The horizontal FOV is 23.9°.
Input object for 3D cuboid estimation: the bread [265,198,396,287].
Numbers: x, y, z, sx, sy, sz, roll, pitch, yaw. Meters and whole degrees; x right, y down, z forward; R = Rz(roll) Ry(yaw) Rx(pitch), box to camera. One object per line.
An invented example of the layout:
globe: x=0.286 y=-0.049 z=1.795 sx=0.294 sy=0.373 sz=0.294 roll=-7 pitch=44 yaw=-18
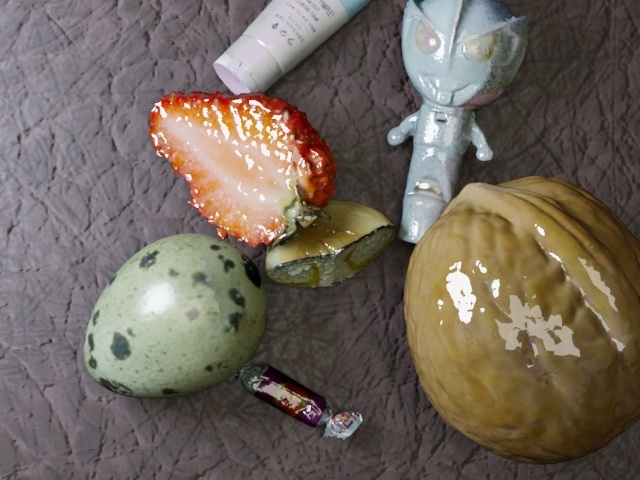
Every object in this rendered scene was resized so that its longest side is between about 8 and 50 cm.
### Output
bread: x=0.000 y=0.000 z=1.776 sx=0.157 sy=0.083 sz=0.094 roll=-32 pitch=70 yaw=-12

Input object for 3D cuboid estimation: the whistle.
whistle: x=0.155 y=-0.166 z=1.785 sx=0.142 sy=0.134 sz=0.346 roll=10 pitch=96 yaw=-8

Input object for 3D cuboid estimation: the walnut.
walnut: x=0.238 y=0.086 z=1.692 sx=0.332 sy=0.333 sz=0.333 roll=0 pitch=87 yaw=-5

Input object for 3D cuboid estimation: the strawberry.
strawberry: x=-0.074 y=-0.096 z=1.761 sx=0.175 sy=0.106 sz=0.236 roll=-38 pitch=73 yaw=21

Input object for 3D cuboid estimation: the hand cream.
hand cream: x=0.001 y=-0.295 z=1.810 sx=0.111 sy=0.070 sz=0.312 roll=46 pitch=76 yaw=0

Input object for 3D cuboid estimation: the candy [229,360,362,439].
candy: x=-0.034 y=0.184 z=1.783 sx=0.175 sy=0.043 sz=0.045 roll=30 pitch=82 yaw=1

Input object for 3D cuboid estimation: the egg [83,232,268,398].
egg: x=-0.166 y=0.092 z=1.710 sx=0.228 sy=0.177 sz=0.177 roll=-34 pitch=90 yaw=10
